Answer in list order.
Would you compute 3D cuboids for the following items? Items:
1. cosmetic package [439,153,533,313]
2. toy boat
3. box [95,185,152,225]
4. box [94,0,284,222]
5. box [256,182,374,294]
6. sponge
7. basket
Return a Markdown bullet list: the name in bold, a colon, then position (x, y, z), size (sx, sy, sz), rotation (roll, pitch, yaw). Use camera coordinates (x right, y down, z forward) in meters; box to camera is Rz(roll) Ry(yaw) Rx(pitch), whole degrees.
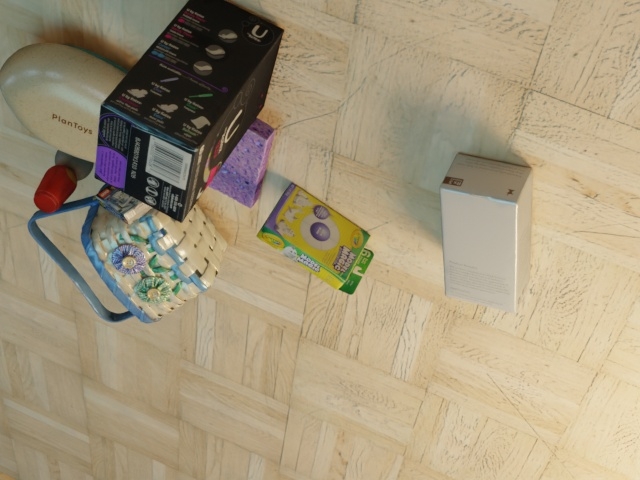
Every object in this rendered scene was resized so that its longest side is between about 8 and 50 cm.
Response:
- **cosmetic package**: position (0.241, -0.008, 1.627), size (0.117, 0.085, 0.231), rotation (14, 138, 20)
- **toy boat**: position (-0.393, -0.187, 1.812), size (0.267, 0.148, 0.318), rotation (26, 135, -3)
- **box**: position (-0.283, -0.088, 1.814), size (0.094, 0.137, 0.027), rotation (31, 152, 44)
- **box**: position (-0.178, -0.187, 1.543), size (0.143, 0.270, 0.165), rotation (27, 143, 4)
- **box**: position (0.000, 0.000, 1.774), size (0.179, 0.105, 0.043), rotation (34, 143, -6)
- **sponge**: position (-0.140, -0.135, 1.753), size (0.117, 0.031, 0.210), rotation (28, 150, 5)
- **basket**: position (-0.331, 0.016, 1.928), size (0.289, 0.201, 0.255), rotation (-17, 124, 32)
